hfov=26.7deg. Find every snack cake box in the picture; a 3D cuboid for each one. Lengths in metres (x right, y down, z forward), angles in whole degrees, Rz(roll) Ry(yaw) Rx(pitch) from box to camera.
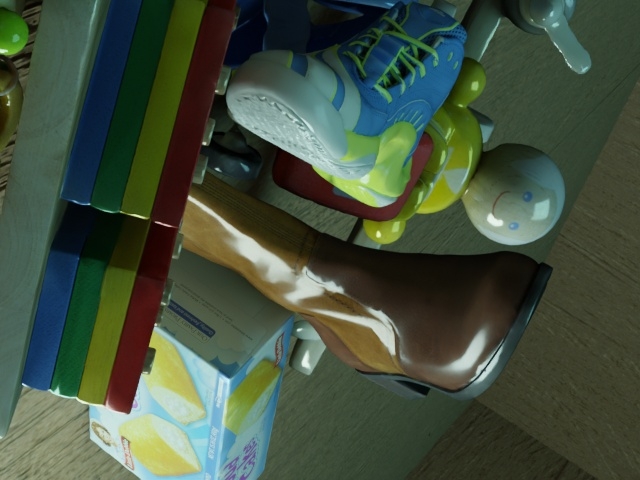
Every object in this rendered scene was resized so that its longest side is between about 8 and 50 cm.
[{"bbox_3d":[-0.119,0.121,1.165,0.089,0.152,0.264,-46,160,-34],"label":"snack cake box"}]

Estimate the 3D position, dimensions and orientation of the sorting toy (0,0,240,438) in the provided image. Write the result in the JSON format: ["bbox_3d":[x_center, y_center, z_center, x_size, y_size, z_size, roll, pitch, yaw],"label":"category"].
[{"bbox_3d":[-0.106,-0.059,0.744,0.257,0.089,0.256,-88,-166,-60],"label":"sorting toy"}]

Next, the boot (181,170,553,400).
[{"bbox_3d":[0.000,0.000,0.944,0.096,0.280,0.264,-59,-170,-14],"label":"boot"}]

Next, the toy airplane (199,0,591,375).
[{"bbox_3d":[0.095,-0.086,1.186,0.384,0.272,0.386,-50,162,-26],"label":"toy airplane"}]

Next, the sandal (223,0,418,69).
[{"bbox_3d":[0.020,-0.185,0.917,0.317,0.138,0.126,-39,157,-13],"label":"sandal"}]

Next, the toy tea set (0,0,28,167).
[{"bbox_3d":[-0.203,-0.040,0.662,0.200,0.124,0.336,-52,163,-17],"label":"toy tea set"}]

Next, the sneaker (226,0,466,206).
[{"bbox_3d":[0.022,-0.100,0.793,0.126,0.091,0.240,-60,167,0],"label":"sneaker"}]
